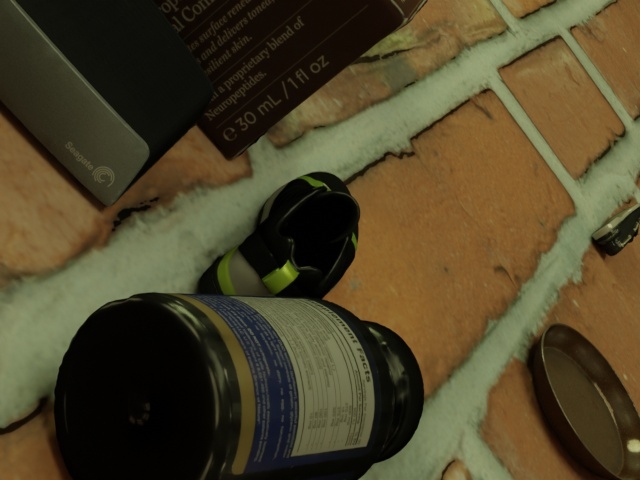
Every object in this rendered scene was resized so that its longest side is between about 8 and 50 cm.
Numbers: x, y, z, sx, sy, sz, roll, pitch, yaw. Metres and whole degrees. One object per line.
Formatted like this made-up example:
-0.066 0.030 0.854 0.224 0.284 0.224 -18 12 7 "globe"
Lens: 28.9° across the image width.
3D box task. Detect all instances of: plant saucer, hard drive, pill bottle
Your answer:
0.253 0.158 1.180 0.168 0.029 0.168 36 34 -29 "plant saucer"
-0.183 -0.158 0.835 0.255 0.054 0.172 49 29 -10 "hard drive"
-0.035 0.093 0.720 0.219 0.123 0.123 6 54 -55 "pill bottle"

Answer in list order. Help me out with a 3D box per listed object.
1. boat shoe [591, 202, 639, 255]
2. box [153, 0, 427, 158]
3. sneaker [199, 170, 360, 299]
0.371 -0.014 1.523 0.038 0.046 0.125 56 31 4 "boat shoe"
-0.105 -0.274 0.935 0.381 0.191 0.143 49 29 -9 "box"
0.000 0.000 0.897 0.084 0.097 0.235 50 29 -8 "sneaker"
